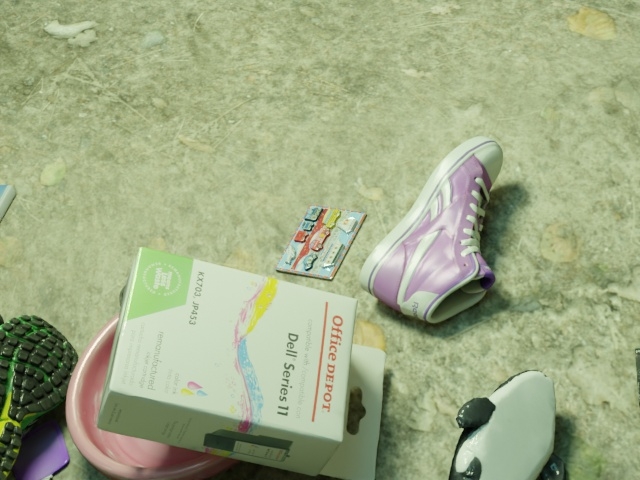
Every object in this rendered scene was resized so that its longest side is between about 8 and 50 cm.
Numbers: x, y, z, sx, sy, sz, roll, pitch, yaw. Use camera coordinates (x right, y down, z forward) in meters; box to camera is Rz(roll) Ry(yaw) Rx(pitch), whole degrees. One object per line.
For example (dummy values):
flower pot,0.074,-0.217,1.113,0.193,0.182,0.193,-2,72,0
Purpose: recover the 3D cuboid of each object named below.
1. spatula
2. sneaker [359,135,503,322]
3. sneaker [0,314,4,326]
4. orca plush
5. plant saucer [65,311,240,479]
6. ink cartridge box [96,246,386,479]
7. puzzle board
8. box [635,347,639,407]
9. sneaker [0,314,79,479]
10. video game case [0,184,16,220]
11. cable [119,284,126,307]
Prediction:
spatula,-0.363,0.334,1.793,0.084,0.030,0.296,-30,27,-4
sneaker,0.199,-0.006,1.848,0.161,0.102,0.282,28,75,36
sneaker,-0.615,0.117,2.088,0.270,0.090,0.145,-20,47,9
orca plush,0.200,0.288,1.600,0.151,0.102,0.287,20,59,-17
plant saucer,-0.175,0.197,1.825,0.332,0.084,0.332,-13,45,13
ink cartridge box,-0.076,0.156,1.657,0.353,0.119,0.207,14,56,-11
puzzle board,0.000,0.000,1.983,0.096,0.011,0.128,8,54,30
box,0.408,0.172,1.613,0.062,0.052,0.083,-7,46,16
sneaker,-0.458,0.236,1.879,0.146,0.134,0.343,-38,14,41
video game case,-0.631,-0.011,2.261,0.193,0.023,0.212,2,50,25
cable,-0.204,0.135,1.785,0.139,0.072,0.287,-16,45,3
